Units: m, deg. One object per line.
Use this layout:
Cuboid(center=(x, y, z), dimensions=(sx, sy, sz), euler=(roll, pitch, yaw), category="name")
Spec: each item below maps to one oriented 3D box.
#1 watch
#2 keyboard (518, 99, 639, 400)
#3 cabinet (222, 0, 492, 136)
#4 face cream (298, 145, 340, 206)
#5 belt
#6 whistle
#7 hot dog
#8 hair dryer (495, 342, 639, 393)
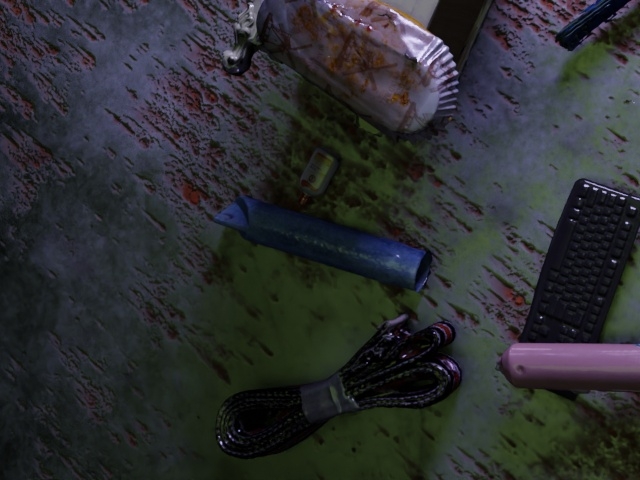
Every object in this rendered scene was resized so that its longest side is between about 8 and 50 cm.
Cuboid(center=(0.465, -0.223, 1.376), dimensions=(0.274, 0.068, 0.276), euler=(-40, 79, 16), category="watch")
Cuboid(center=(0.337, 0.013, 1.460), dimensions=(0.103, 0.041, 0.381), euler=(21, 101, 18), category="keyboard")
Cuboid(center=(0.073, -0.313, 1.417), dimensions=(0.227, 0.290, 0.318), euler=(26, 105, 14), category="cabinet")
Cuboid(center=(-0.006, -0.085, 1.603), dimensions=(0.040, 0.021, 0.083), euler=(33, 105, 18), category="face cream")
Cuboid(center=(0.021, 0.206, 1.571), dimensions=(0.359, 0.094, 0.126), euler=(-27, 84, 22), category="belt")
Cuboid(center=(0.000, 0.000, 1.585), dimensions=(0.304, 0.062, 0.062), euler=(17, 99, 21), category="whistle")
Cuboid(center=(0.037, -0.202, 1.264), dimensions=(0.252, 0.069, 0.131), euler=(33, 118, 13), category="hot dog")
Cuboid(center=(0.383, 0.176, 1.412), dimensions=(0.352, 0.125, 0.210), euler=(-1, 94, 25), category="hair dryer")
